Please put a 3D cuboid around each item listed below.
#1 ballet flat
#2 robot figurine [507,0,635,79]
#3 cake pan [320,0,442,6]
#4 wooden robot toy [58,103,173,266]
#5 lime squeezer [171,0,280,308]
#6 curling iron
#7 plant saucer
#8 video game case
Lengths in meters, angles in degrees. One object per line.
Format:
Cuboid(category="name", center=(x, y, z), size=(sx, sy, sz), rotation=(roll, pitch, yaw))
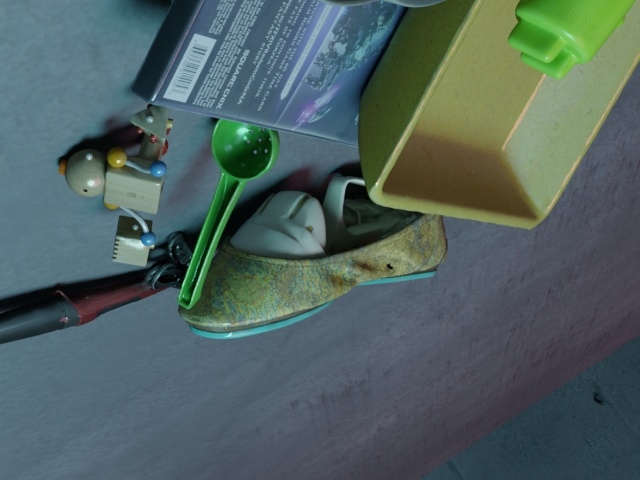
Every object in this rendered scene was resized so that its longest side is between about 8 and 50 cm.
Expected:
Cuboid(category="ballet flat", center=(0.000, 0.000, 1.244), size=(0.349, 0.123, 0.123), rotation=(-14, 150, -47))
Cuboid(category="robot figurine", center=(0.185, -0.173, 0.941), size=(0.115, 0.067, 0.101), rotation=(-54, 140, -1))
Cuboid(category="cake pan", center=(0.081, -0.262, 0.765), size=(0.293, 0.054, 0.293), rotation=(-42, 150, -30))
Cuboid(category="wooden robot toy", center=(-0.157, -0.052, 0.997), size=(0.079, 0.076, 0.173), rotation=(8, 146, -8))
Cuboid(category="lime squeezer", center=(-0.076, -0.087, 0.996), size=(0.110, 0.059, 0.310), rotation=(-32, 148, -29))
Cuboid(category="curling iron", center=(-0.210, 0.049, 1.130), size=(0.274, 0.035, 0.068), rotation=(-18, 148, -38))
Cuboid(category="plant saucer", center=(0.169, -0.178, 1.068), size=(0.333, 0.081, 0.332), rotation=(6, 117, -59))
Cuboid(category="video game case", center=(0.001, -0.168, 0.933), size=(0.274, 0.026, 0.196), rotation=(4, 117, -59))
